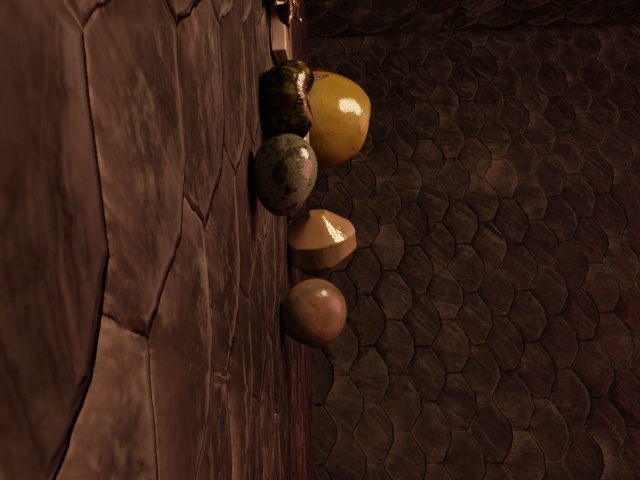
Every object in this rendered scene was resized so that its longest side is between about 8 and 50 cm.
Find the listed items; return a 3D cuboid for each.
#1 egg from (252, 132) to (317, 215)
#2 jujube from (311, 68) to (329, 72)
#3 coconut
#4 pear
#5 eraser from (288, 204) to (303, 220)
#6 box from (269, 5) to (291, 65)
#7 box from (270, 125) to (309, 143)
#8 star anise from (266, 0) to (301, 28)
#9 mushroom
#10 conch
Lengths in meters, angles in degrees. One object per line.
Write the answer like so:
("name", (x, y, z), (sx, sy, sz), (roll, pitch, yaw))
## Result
("egg", (-0.074, -0.134, 1.044), (0.132, 0.132, 0.172), (78, 22, -81))
("jujube", (-0.030, -0.587, 2.236), (0.223, 0.223, 0.317), (-85, 180, -77))
("coconut", (0.000, 0.000, 1.819), (0.259, 0.259, 0.259), (-2, 90, -88))
("pear", (0.009, -0.368, 1.583), (0.309, 0.309, 0.309), (-2, 90, -88))
("eraser", (-0.092, -0.246, 1.816), (0.089, 0.061, 0.351), (53, 34, -88))
("box", (-0.119, -0.666, 1.558), (0.273, 0.048, 0.264), (-49, 136, -89))
("box", (-0.081, -0.276, 1.332), (0.032, 0.122, 0.220), (22, 59, -47))
("star anise", (-0.098, -0.661, 1.371), (0.208, 0.063, 0.171), (-65, 149, -51))
("mushroom", (-0.018, 0.212, 1.529), (0.209, 0.206, 0.206), (-79, 167, -82))
("conch", (-0.085, -0.349, 1.251), (0.181, 0.124, 0.187), (-104, -148, -51))
